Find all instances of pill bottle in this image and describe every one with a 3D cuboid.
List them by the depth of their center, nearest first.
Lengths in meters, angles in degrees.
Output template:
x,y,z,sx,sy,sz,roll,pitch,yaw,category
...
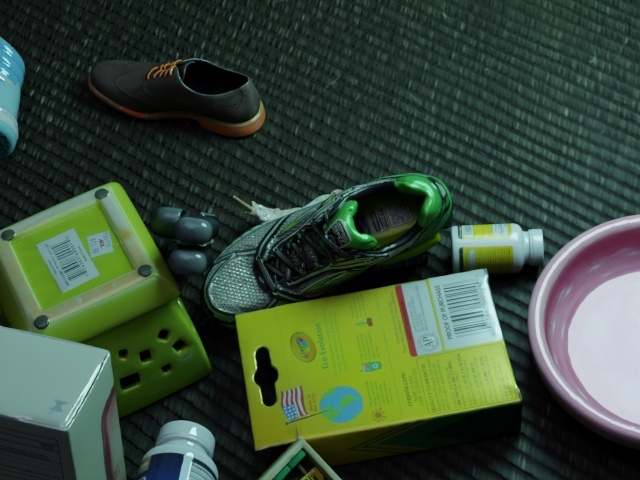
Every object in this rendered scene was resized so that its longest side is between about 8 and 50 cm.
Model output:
x,y,z,sx,sy,sz,roll,pitch,yaw,category
-0.170,0.295,1.689,0.094,0.094,0.169,2,44,8,pill bottle
0.226,0.011,1.880,0.116,0.065,0.065,-2,53,5,pill bottle

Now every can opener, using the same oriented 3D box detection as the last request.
x,y,z,sx,sy,sz,roll,pitch,yaw,category
-0.177,-0.001,1.818,0.095,0.283,0.076,10,91,-1,can opener

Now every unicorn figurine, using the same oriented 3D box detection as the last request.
x,y,z,sx,sy,sz,roll,pitch,yaw,category
-0.023,-0.024,1.945,0.162,0.060,0.111,-18,52,-27,unicorn figurine

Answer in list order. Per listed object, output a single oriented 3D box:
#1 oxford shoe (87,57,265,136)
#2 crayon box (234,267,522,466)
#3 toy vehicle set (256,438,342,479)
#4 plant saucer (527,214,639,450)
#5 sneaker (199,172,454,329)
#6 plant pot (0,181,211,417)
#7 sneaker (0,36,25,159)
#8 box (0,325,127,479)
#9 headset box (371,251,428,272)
x,y,z,sx,sy,sz,roll,pitch,yaw,category
-0.209,-0.228,2.084,0.271,0.098,0.097,12,56,14,oxford shoe
0.067,0.158,1.778,0.319,0.081,0.202,-9,53,-1,crayon box
-0.057,0.370,1.611,0.166,0.035,0.267,46,66,-3,toy vehicle set
0.417,0.120,1.768,0.332,0.084,0.332,-4,53,5,plant saucer
0.000,0.000,1.826,0.344,0.146,0.134,-28,80,3,sneaker
-0.287,0.076,1.801,0.227,0.207,0.228,-24,56,-12,plant pot
-0.576,-0.227,2.111,0.319,0.127,0.208,8,56,0,sneaker
-0.316,0.231,1.658,0.149,0.232,0.127,12,42,12,box
0.095,0.005,1.920,0.083,0.032,0.062,-11,53,-1,headset box
